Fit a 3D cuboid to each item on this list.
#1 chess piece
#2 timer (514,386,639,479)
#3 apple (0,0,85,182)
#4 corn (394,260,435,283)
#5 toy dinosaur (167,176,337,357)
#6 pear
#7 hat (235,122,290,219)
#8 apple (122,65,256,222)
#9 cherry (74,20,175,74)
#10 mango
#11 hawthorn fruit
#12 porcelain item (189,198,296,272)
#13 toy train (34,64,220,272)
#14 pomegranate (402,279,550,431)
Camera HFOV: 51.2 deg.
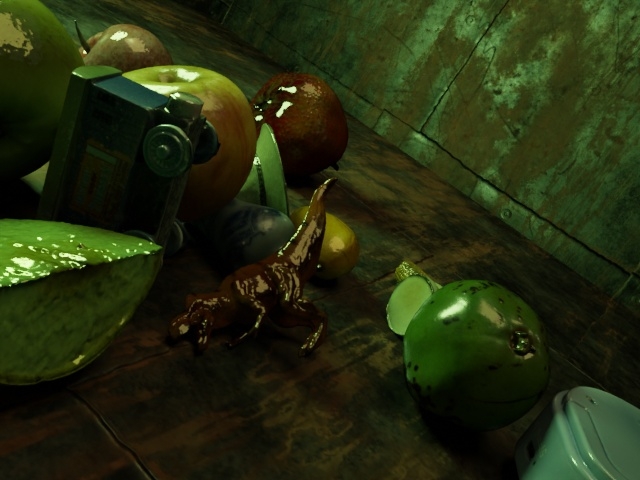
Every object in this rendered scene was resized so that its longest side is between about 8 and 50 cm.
[{"bbox_3d":[0.269,0.169,1.383,0.243,0.133,0.133,25,20,-31],"label":"chess piece"},{"bbox_3d":[0.486,0.400,1.050,0.395,0.173,0.395,26,20,-10],"label":"timer"},{"bbox_3d":[-0.487,-0.225,0.964,0.292,0.292,0.254,12,39,-44],"label":"apple"},{"bbox_3d":[0.241,0.119,1.533,0.068,0.068,0.207,16,25,-38],"label":"corn"},{"bbox_3d":[-0.050,0.080,1.057,0.208,0.097,0.432,52,46,-1],"label":"toy dinosaur"},{"bbox_3d":[-0.353,0.053,0.723,0.239,0.139,0.288,23,19,23],"label":"pear"},{"bbox_3d":[-0.152,-0.103,1.352,0.130,0.257,0.257,-9,32,-12],"label":"hat"},{"bbox_3d":[-0.244,-0.161,1.108,0.286,0.233,0.286,1,28,-1],"label":"apple"},{"bbox_3d":[-0.426,-0.339,1.405,0.285,0.236,0.212,54,41,-42],"label":"cherry"},{"bbox_3d":[0.000,0.000,1.409,0.147,0.109,0.227,-4,33,-19],"label":"mango"},{"bbox_3d":[-0.046,-0.295,1.867,0.369,0.285,0.284,44,4,-47],"label":"hawthorn fruit"},{"bbox_3d":[-0.142,-0.015,1.205,0.259,0.141,0.141,32,17,30],"label":"porcelain item"},{"bbox_3d":[-0.271,-0.085,0.930,0.202,0.299,0.131,24,21,3],"label":"toy train"},{"bbox_3d":[0.248,0.196,1.125,0.254,0.271,0.254,14,66,-34],"label":"pomegranate"}]
